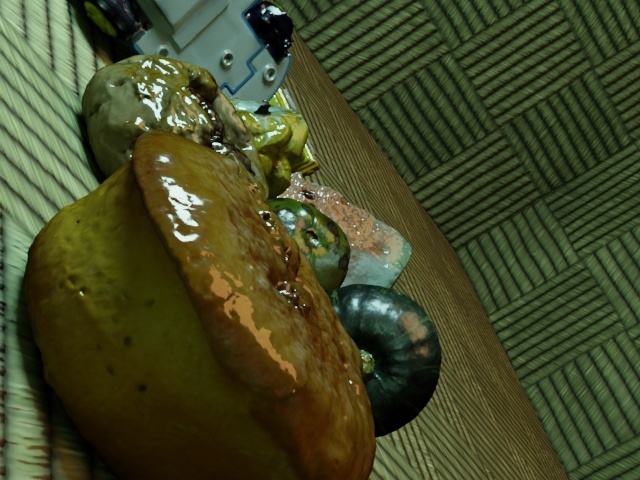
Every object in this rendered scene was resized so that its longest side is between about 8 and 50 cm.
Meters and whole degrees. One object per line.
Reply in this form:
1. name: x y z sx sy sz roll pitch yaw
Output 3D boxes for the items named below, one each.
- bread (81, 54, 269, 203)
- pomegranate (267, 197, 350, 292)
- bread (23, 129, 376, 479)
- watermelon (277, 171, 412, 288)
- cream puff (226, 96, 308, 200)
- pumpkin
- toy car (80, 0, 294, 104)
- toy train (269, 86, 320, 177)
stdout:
1. bread: -0.135 -0.085 1.247 0.230 0.123 0.230 58 8 -13
2. pomegranate: -0.040 0.007 1.418 0.138 0.125 0.163 17 20 -24
3. bread: -0.081 0.069 0.909 0.312 0.172 0.312 60 6 -11
4. watermelon: 0.000 0.000 1.686 0.241 0.154 0.094 43 12 -8
5. cream puff: -0.089 -0.098 1.457 0.121 0.156 0.156 24 21 -16
6. pumpkin: 0.046 0.126 1.345 0.167 0.167 0.125 63 8 29
7. toy car: -0.171 -0.271 1.523 0.166 0.198 0.314 29 -19 50
8. toy train: -0.076 -0.168 1.848 0.127 0.089 0.219 51 15 -73
